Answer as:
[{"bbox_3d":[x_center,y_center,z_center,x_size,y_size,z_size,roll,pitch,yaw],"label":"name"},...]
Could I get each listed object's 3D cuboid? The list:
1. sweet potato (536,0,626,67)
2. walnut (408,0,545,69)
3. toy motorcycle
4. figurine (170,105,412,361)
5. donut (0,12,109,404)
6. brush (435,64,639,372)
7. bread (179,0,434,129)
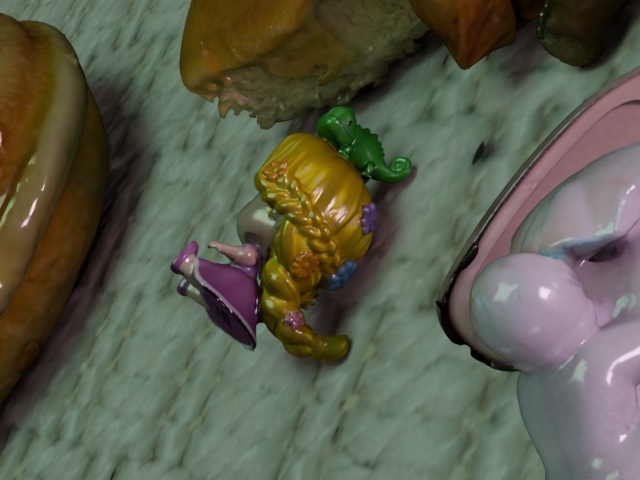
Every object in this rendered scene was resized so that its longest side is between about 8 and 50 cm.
[{"bbox_3d":[0.186,-0.235,0.952,0.112,0.085,0.286,75,-152,-80],"label":"sweet potato"},{"bbox_3d":[0.100,-0.199,1.002,0.115,0.115,0.207,-8,68,57],"label":"walnut"},{"bbox_3d":[0.124,0.056,0.666,0.110,0.171,0.260,-29,38,48],"label":"toy motorcycle"},{"bbox_3d":[0.000,0.000,1.045,0.156,0.115,0.095,-48,-11,-18],"label":"figurine"},{"bbox_3d":[-0.344,-0.015,1.503,0.449,0.198,0.449,-39,33,32],"label":"donut"},{"bbox_3d":[0.162,-0.073,0.844,0.313,0.072,0.067,-54,14,11],"label":"brush"},{"bbox_3d":[0.007,-0.185,1.151,0.245,0.121,0.174,-35,38,44],"label":"bread"}]
